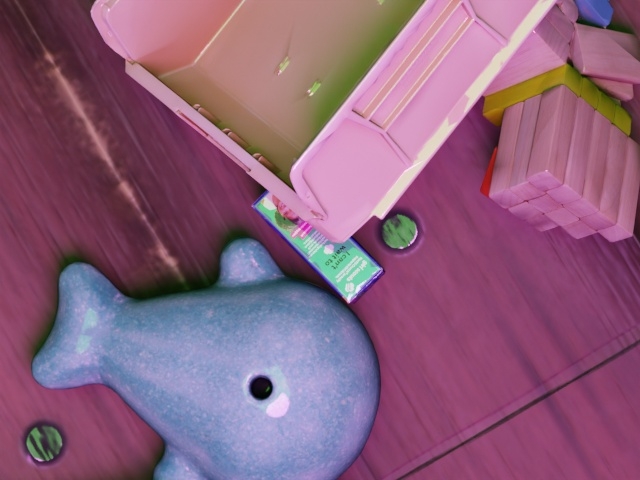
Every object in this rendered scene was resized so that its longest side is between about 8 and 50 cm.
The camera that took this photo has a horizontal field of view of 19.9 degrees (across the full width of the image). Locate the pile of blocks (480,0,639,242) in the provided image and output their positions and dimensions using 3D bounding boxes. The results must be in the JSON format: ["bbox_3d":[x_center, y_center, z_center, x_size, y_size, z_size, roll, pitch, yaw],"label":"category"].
[{"bbox_3d":[0.163,-0.166,1.450,0.113,0.149,0.362,-19,72,43],"label":"pile of blocks"}]

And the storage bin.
[{"bbox_3d":[-0.003,-0.175,1.367,0.260,0.123,0.262,-51,53,1],"label":"storage bin"}]

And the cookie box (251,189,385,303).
[{"bbox_3d":[0.000,0.000,1.434,0.107,0.092,0.040,44,90,5],"label":"cookie box"}]

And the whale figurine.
[{"bbox_3d":[-0.088,0.098,1.404,0.272,0.141,0.216,18,87,3],"label":"whale figurine"}]
